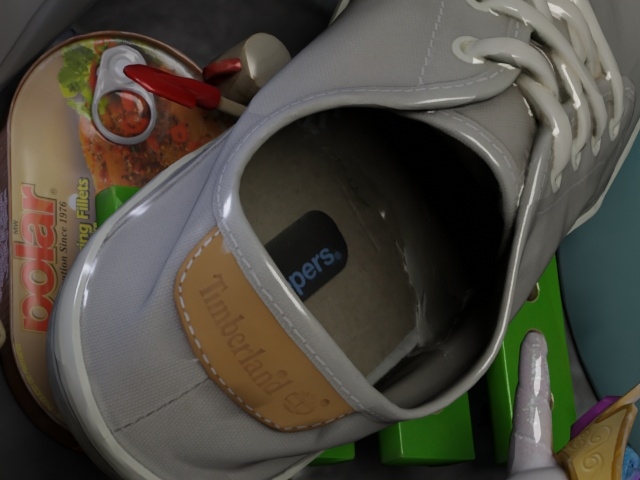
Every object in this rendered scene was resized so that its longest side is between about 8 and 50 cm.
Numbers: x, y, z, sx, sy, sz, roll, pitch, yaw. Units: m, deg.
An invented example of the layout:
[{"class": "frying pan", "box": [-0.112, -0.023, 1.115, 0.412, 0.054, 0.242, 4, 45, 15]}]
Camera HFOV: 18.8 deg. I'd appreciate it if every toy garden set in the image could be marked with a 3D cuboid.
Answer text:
[{"class": "toy garden set", "box": [0.000, 0.000, 0.852, 0.244, 0.049, 0.204, 6, 71, -38]}]

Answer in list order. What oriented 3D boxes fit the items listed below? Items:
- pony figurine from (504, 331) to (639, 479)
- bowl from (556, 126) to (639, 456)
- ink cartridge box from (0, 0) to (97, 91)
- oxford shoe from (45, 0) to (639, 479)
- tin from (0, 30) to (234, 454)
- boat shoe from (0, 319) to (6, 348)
[{"class": "pony figurine", "box": [0.043, 0.248, 0.716, 0.363, 0.303, 0.351, -27, 73, -11]}, {"class": "bowl", "box": [0.289, -0.002, 0.938, 0.311, 0.163, 0.312, 7, 71, -22]}, {"class": "ink cartridge box", "box": [-0.180, -0.296, 0.831, 0.384, 0.160, 0.279, 45, 64, -5]}, {"class": "oxford shoe", "box": [0.065, -0.056, 0.808, 0.169, 0.130, 0.449, 53, 48, -10]}, {"class": "tin", "box": [-0.089, 0.002, 0.848, 0.106, 0.040, 0.190, 5, 72, -25]}, {"class": "boat shoe", "box": [-0.194, -0.022, 0.782, 0.190, 0.072, 0.068, 51, 33, -7]}]
